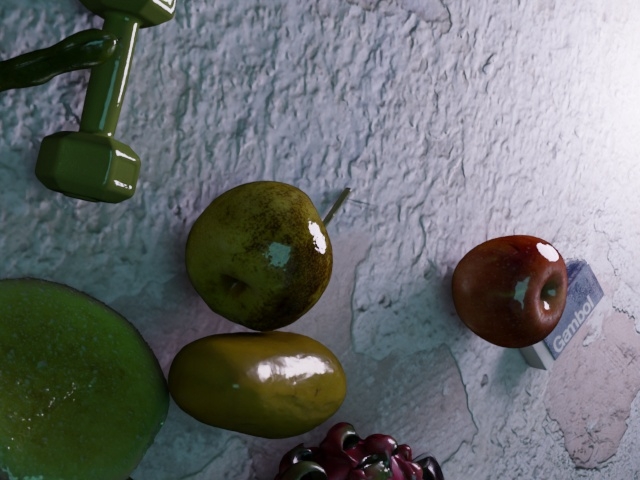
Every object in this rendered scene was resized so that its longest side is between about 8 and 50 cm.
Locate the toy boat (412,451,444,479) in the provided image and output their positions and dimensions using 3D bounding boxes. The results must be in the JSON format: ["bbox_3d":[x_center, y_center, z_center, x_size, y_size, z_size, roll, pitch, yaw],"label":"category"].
[{"bbox_3d":[0.143,0.473,1.363,0.114,0.115,0.261,19,72,8],"label":"toy boat"}]

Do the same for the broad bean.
[{"bbox_3d":[-0.348,-0.193,0.930,0.256,0.052,0.052,-10,125,3],"label":"broad bean"}]

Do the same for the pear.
[{"bbox_3d":[-0.075,0.014,1.113,0.197,0.197,0.197,-4,96,-34],"label":"pear"}]

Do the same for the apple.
[{"bbox_3d":[0.318,0.083,1.413,0.201,0.162,0.201,-9,102,-45],"label":"apple"}]

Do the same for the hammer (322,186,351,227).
[{"bbox_3d":[0.000,0.000,1.263,0.195,0.028,0.060,-54,126,-20],"label":"hammer"}]

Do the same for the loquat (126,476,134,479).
[{"bbox_3d":[-0.285,0.384,0.957,0.275,0.275,0.274,-4,96,-34],"label":"loquat"}]

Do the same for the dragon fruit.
[{"bbox_3d":[0.028,0.364,1.226,0.273,0.218,0.198,36,29,-27],"label":"dragon fruit"}]

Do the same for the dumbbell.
[{"bbox_3d":[-0.256,-0.196,1.007,0.121,0.108,0.301,22,80,-68],"label":"dumbbell"}]

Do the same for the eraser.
[{"bbox_3d":[0.453,0.140,1.573,0.212,0.046,0.091,-47,118,-22],"label":"eraser"}]

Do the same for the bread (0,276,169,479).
[{"bbox_3d":[-0.307,0.154,0.949,0.301,0.045,0.301,29,34,-22],"label":"bread"}]

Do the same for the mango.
[{"bbox_3d":[-0.088,0.183,1.089,0.332,0.195,0.142,21,73,-58],"label":"mango"}]
